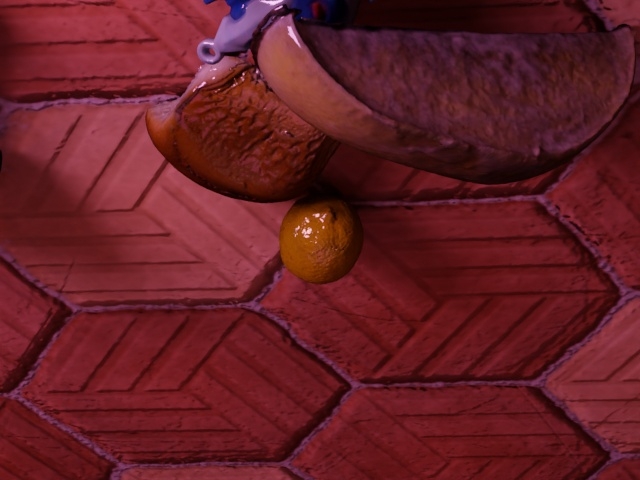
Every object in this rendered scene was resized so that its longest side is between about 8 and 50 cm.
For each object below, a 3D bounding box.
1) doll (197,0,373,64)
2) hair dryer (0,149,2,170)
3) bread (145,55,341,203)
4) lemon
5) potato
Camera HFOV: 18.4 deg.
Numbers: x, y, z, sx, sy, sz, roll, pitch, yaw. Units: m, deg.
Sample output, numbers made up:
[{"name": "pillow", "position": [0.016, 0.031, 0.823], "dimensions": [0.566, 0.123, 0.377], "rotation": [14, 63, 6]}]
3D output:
[{"name": "doll", "position": [-0.007, -0.158, 1.192], "dimensions": [0.195, 0.070, 0.096], "rotation": [-33, 102, 36]}, {"name": "hair dryer", "position": [-0.291, -0.105, 1.295], "dimensions": [0.196, 0.078, 0.248], "rotation": [14, 134, -16]}, {"name": "bread", "position": [-0.049, -0.069, 1.338], "dimensions": [0.129, 0.044, 0.126], "rotation": [23, 139, -22]}, {"name": "lemon", "position": [0.000, 0.000, 1.416], "dimensions": [0.062, 0.062, 0.083], "rotation": [8, 149, -7]}, {"name": "potato", "position": [0.075, -0.069, 1.217], "dimensions": [0.261, 0.100, 0.120], "rotation": [-2, 154, -28]}]
